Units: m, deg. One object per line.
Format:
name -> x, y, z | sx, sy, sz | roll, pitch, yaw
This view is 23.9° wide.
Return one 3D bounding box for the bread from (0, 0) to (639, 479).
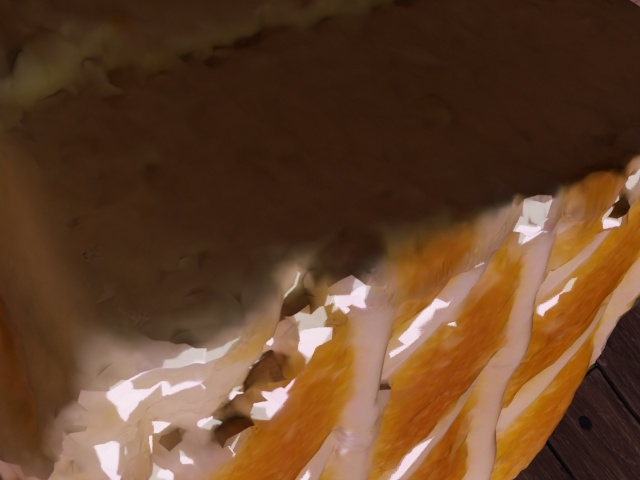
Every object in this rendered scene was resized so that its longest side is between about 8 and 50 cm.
bread -> -0.050, 0.018, 0.713 | 0.371, 0.279, 0.390 | -22, 148, -40
